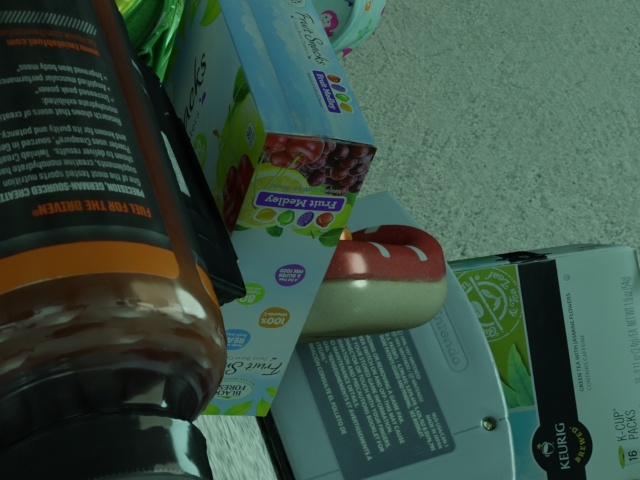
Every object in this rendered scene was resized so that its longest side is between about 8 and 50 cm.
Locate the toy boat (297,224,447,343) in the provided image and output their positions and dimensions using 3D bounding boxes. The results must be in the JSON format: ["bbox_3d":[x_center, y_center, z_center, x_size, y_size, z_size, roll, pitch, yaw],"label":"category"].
[{"bbox_3d":[0.000,0.000,1.138,0.231,0.151,0.151,5,77,-60],"label":"toy boat"}]

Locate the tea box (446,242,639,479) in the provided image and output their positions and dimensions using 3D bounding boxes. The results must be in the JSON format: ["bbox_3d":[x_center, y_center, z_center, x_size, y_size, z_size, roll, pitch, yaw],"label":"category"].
[{"bbox_3d":[0.147,0.129,1.477,0.329,0.323,0.220,9,72,-88],"label":"tea box"}]

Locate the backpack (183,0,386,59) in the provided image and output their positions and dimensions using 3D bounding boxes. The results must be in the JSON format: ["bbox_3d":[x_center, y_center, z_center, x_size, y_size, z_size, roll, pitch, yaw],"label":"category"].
[{"bbox_3d":[-0.072,-0.253,1.431,0.225,0.253,0.191,68,19,-1],"label":"backpack"}]

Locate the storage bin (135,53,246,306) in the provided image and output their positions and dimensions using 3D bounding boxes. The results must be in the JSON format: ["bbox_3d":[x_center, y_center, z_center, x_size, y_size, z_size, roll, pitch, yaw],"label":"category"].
[{"bbox_3d":[-0.102,-0.019,0.676,0.180,0.084,0.122,52,15,-83],"label":"storage bin"}]

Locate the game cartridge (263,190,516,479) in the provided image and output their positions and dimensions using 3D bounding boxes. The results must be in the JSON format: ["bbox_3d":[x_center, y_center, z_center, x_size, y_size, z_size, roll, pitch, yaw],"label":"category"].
[{"bbox_3d":[0.042,0.106,1.244,0.062,0.198,0.297,108,-34,-59],"label":"game cartridge"}]

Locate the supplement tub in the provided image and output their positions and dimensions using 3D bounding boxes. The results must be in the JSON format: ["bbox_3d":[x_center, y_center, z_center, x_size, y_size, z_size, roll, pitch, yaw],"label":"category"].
[{"bbox_3d":[-0.092,0.004,0.461,0.106,0.106,0.198,63,5,-59],"label":"supplement tub"}]

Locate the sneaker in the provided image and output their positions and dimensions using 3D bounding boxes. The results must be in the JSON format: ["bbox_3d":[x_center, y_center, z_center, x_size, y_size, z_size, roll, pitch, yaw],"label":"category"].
[{"bbox_3d":[-0.121,-0.130,0.942,0.123,0.109,0.295,63,3,-10],"label":"sneaker"}]

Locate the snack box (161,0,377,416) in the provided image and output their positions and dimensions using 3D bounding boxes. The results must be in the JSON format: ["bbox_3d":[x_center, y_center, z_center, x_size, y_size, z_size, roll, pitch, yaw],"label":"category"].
[{"bbox_3d":[-0.050,-0.030,0.853,0.174,0.070,0.207,-110,-146,-45],"label":"snack box"}]
